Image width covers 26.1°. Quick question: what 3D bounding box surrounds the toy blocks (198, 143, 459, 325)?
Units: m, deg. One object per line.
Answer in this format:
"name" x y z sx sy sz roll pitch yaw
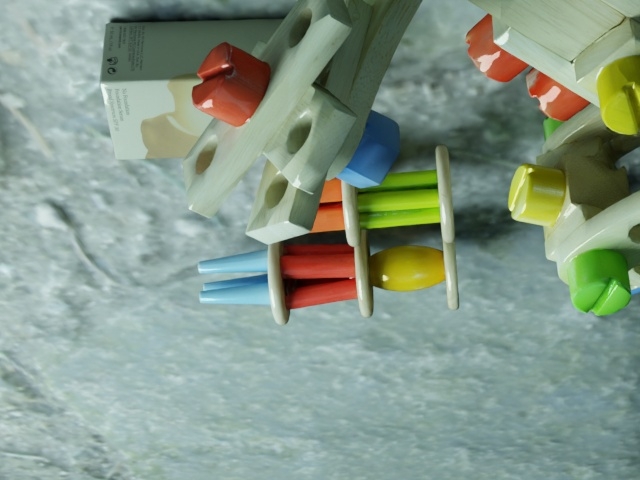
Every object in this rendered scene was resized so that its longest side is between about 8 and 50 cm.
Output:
"toy blocks" 0.000 0.000 0.761 0.148 0.054 0.123 -5 145 5

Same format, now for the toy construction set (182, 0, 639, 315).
"toy construction set" 0.101 -0.065 0.610 0.328 0.151 0.215 12 144 -36

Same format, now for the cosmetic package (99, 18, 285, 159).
"cosmetic package" -0.045 -0.073 0.667 0.115 0.041 0.060 -2 144 1
